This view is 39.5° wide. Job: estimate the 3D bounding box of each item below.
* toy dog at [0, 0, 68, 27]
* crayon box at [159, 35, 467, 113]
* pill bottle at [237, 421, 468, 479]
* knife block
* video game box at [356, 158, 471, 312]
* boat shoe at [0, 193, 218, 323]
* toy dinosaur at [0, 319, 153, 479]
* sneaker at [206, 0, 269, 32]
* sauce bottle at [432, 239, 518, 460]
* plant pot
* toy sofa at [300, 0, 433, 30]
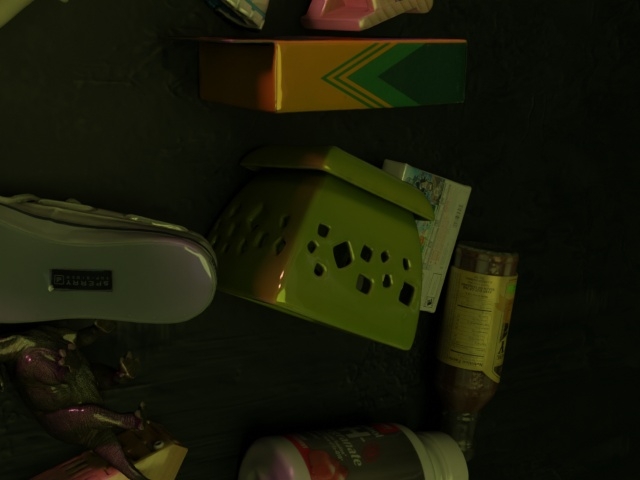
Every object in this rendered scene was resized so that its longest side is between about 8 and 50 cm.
[{"bbox_3d":[-0.415,-0.287,0.804,0.395,0.284,0.408,23,91,1],"label":"toy dog"},{"bbox_3d":[-0.009,-0.209,1.096,0.323,0.203,0.083,-7,106,-31],"label":"crayon box"},{"bbox_3d":[0.055,0.358,1.297,0.318,0.176,0.176,1,101,-34],"label":"pill bottle"},{"bbox_3d":[-0.281,0.396,1.141,0.275,0.088,0.242,-25,115,-26],"label":"knife block"},{"bbox_3d":[0.132,-0.001,1.310,0.187,0.048,0.205,12,95,-53],"label":"video game box"},{"bbox_3d":[-0.297,0.005,1.010,0.367,0.156,0.136,3,107,-4],"label":"boat shoe"},{"bbox_3d":[-0.295,0.172,1.044,0.313,0.160,0.121,52,35,-33],"label":"toy dinosaur"},{"bbox_3d":[-0.129,-0.336,1.075,0.190,0.071,0.083,34,76,-43],"label":"sneaker"},{"bbox_3d":[0.235,0.175,1.412,0.111,0.111,0.344,1,103,-33],"label":"sauce bottle"},{"bbox_3d":[0.000,0.000,1.148,0.227,0.228,0.207,22,82,-35],"label":"plant pot"},{"bbox_3d":[0.036,-0.453,1.096,0.177,0.150,0.363,-27,115,-24],"label":"toy sofa"}]
